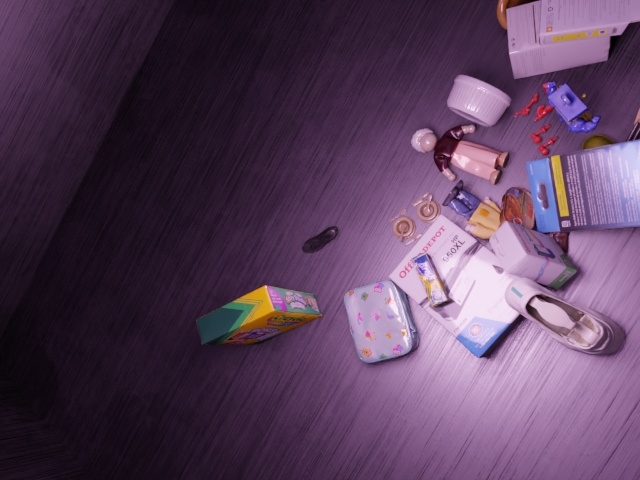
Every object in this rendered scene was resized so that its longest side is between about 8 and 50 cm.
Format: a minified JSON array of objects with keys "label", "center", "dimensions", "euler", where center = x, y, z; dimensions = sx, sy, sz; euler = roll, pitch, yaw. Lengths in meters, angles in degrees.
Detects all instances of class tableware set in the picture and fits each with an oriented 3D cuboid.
[{"label":"tableware set","center":[0.346,-0.079,1.825],"dimensions":[0.194,0.039,0.128],"euler":[-36,66,16]}]

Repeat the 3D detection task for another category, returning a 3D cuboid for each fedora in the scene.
[{"label":"fedora","center":[0.703,-0.836,1.756],"dimensions":[0.194,0.194,0.079],"euler":[-37,29,16]}]

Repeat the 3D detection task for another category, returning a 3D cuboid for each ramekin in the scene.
[{"label":"ramekin","center":[0.536,-0.475,1.722],"dimensions":[0.207,0.207,0.108],"euler":[34,105,28]}]

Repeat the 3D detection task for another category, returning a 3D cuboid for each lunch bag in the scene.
[{"label":"lunch bag","center":[0.220,0.287,1.767],"dimensions":[0.224,0.108,0.278],"euler":[-20,77,22]}]

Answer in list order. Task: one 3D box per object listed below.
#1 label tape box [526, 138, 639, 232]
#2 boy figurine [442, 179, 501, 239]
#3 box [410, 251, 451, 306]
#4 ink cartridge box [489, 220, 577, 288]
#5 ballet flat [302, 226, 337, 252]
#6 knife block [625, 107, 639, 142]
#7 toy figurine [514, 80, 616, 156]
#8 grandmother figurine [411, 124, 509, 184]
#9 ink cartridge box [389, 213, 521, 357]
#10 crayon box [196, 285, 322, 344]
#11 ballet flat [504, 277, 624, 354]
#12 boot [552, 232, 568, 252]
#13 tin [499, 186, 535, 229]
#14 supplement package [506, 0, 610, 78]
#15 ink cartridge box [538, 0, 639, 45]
[{"label":"label tape box","center":[0.815,-0.156,1.496],"dimensions":[0.334,0.106,0.240],"euler":[-5,99,50]},{"label":"boy figurine","center":[0.545,-0.073,1.666],"dimensions":[0.285,0.092,0.177],"euler":[39,56,15]},{"label":"box","center":[0.349,0.124,1.583],"dimensions":[0.054,0.059,0.168],"euler":[-29,69,19]},{"label":"ink cartridge box","center":[0.642,0.044,1.523],"dimensions":[0.154,0.213,0.093],"euler":[-100,32,-48]},{"label":"ballet flat","center":[0.000,0.000,1.989],"dimensions":[0.173,0.049,0.057],"euler":[-30,96,24]},{"label":"knife block","center":[1.000,-0.325,1.512],"dimensions":[0.088,0.276,0.241],"euler":[27,132,34]},{"label":"toy figurine","center":[0.770,-0.372,1.572],"dimensions":[0.191,0.217,0.362],"euler":[-33,67,17]},{"label":"grandmother figurine","center":[0.483,-0.319,1.774],"dimensions":[0.343,0.104,0.207],"euler":[25,83,26]},{"label":"ink cartridge box","center":[0.470,0.147,1.646],"dimensions":[0.395,0.166,0.285],"euler":[43,100,27]},{"label":"crayon box","center":[-0.215,0.286,1.850],"dimensions":[0.313,0.363,0.105],"euler":[-26,70,20]},{"label":"ballet flat","center":[0.710,0.239,1.423],"dimensions":[0.401,0.139,0.139],"euler":[29,94,-7]},{"label":"boot","center":[0.747,-0.015,1.617],"dimensions":[0.107,0.037,0.114],"euler":[9,89,30]},{"label":"tin","center":[0.641,-0.095,1.627],"dimensions":[0.106,0.040,0.189],"euler":[20,54,5]},{"label":"supplement package","center":[0.780,-0.679,1.649],"dimensions":[0.293,0.178,0.175],"euler":[-5,76,25]},{"label":"ink cartridge box","center":[0.831,-0.755,1.506],"dimensions":[0.308,0.072,0.303],"euler":[3,76,24]}]
